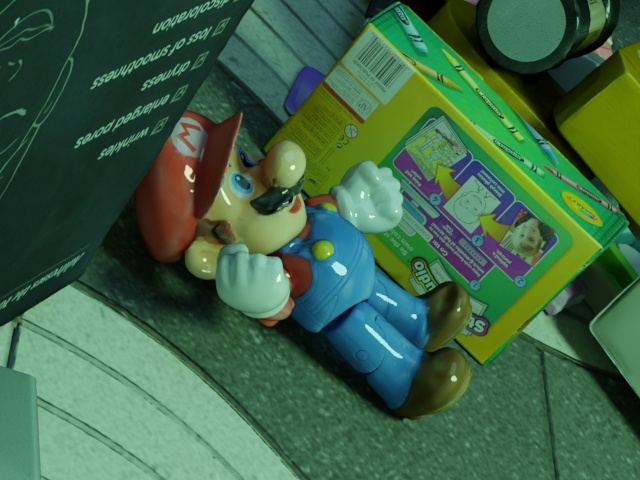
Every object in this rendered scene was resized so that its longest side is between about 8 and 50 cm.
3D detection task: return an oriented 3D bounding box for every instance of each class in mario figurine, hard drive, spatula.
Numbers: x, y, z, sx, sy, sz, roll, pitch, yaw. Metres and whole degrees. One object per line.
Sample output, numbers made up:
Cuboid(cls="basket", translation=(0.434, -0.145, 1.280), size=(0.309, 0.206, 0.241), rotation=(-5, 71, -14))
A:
Cuboid(cls="mario figurine", translation=(0.000, 0.000, 1.499), size=(0.320, 0.170, 0.198), rotation=(36, -3, -23))
Cuboid(cls="hard drive", translation=(-0.226, 0.131, 1.249), size=(0.094, 0.022, 0.135), rotation=(21, 37, -29))
Cuboid(cls="spatula", translation=(0.042, -0.191, 1.881), size=(0.084, 0.030, 0.296), rotation=(36, 49, -10))

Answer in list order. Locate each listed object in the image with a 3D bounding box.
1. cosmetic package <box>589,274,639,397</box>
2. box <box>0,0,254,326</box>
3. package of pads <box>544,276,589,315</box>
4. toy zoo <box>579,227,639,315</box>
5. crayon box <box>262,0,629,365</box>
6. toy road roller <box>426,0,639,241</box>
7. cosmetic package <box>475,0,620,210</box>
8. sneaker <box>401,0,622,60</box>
Cuboid(cls="cosmetic package", translation=(0.409, 0.088, 1.833), size=(0.309, 0.113, 0.160), rotation=(-10, 58, -52))
Cuboid(cls="box", translation=(-0.262, -0.146, 1.101), size=(0.297, 0.472, 0.480), rotation=(39, 31, 9))
Cuboid(cls="package of pads", translation=(0.210, 0.029, 1.824), size=(0.083, 0.032, 0.050), rotation=(51, 32, 14))
Cuboid(cls="toy zoo", translation=(0.371, 0.060, 1.960), size=(0.293, 0.030, 0.192), rotation=(-6, 55, -49))
Cuboid(cls="crayon box", translation=(0.106, -0.048, 1.682), size=(0.278, 0.165, 0.081), rotation=(45, 32, 4))
Cuboid(cls="toy road roller", translation=(0.220, -0.090, 1.774), size=(0.329, 0.240, 0.202), rotation=(48, 21, 5))
Cuboid(cls="cosmetic package", translation=(0.236, -0.138, 1.948), size=(0.238, 0.127, 0.107), rotation=(33, 12, -14))
Cuboid(cls="sneaker", translation=(0.176, -0.214, 2.034), size=(0.314, 0.116, 0.136), rotation=(35, 42, 2))
